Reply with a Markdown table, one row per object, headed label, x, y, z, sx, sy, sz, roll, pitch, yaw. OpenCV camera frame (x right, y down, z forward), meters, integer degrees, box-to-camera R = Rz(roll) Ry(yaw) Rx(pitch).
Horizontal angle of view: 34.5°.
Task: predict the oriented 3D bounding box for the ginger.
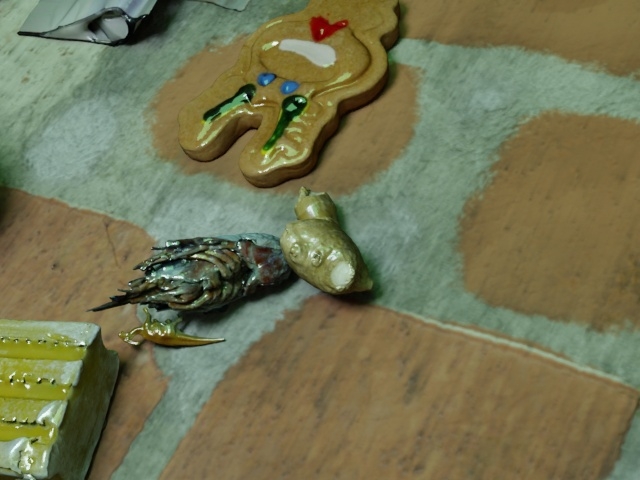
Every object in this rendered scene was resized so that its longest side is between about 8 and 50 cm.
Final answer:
| label | x | y | z | sx | sy | sz | roll | pitch | yaw |
| --- | --- | --- | --- | --- | --- | --- | --- | --- | --- |
| ginger | -0.007 | -0.002 | 1.086 | 0.067 | 0.096 | 0.165 | -57 | 37 | 24 |

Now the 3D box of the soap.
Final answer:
| label | x | y | z | sx | sy | sz | roll | pitch | yaw |
| --- | --- | --- | --- | --- | --- | --- | --- | --- | --- |
| soap | -0.361 | 0.166 | 1.052 | 0.274 | 0.089 | 0.173 | 2 | 55 | 17 |

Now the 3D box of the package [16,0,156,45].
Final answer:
| label | x | y | z | sx | sy | sz | roll | pitch | yaw |
| --- | --- | --- | --- | --- | --- | --- | --- | --- | --- |
| package | -0.293 | -0.363 | 1.461 | 0.251 | 0.062 | 0.203 | 3 | 54 | 33 |

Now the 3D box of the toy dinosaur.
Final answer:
| label | x | y | z | sx | sy | sz | roll | pitch | yaw |
| --- | --- | --- | --- | --- | --- | --- | --- | --- | --- |
| toy dinosaur | -0.158 | 0.095 | 1.094 | 0.113 | 0.026 | 0.041 | 1 | 47 | -2 |

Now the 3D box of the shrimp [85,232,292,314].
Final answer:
| label | x | y | z | sx | sy | sz | roll | pitch | yaw |
| --- | --- | --- | --- | --- | --- | --- | --- | --- | --- |
| shrimp | -0.134 | 0.042 | 1.077 | 0.233 | 0.090 | 0.079 | -18 | 35 | -24 |

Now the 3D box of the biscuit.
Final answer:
| label | x | y | z | sx | sy | sz | roll | pitch | yaw |
| --- | --- | --- | --- | --- | --- | --- | --- | --- | --- |
| biscuit | -0.025 | -0.207 | 1.273 | 0.202 | 0.047 | 0.334 | 27 | 64 | 30 |
